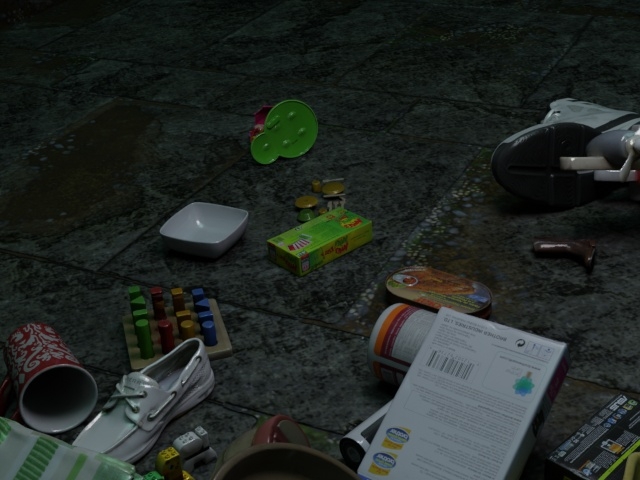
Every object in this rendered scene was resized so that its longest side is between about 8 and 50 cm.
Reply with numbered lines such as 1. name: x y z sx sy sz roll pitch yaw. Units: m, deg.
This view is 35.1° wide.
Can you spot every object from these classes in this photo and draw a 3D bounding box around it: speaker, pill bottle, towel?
1. speaker: 0.090 0.260 1.396 0.055 0.055 0.136 22 38 38
2. pill bottle: 0.188 0.176 1.467 0.221 0.121 0.121 17 35 32
3. towel: -0.406 0.342 1.252 0.325 0.038 0.248 14 59 26

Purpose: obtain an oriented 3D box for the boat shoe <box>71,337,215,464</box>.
1. boat shoe: -0.261 0.229 1.452 0.098 0.096 0.277 14 34 28

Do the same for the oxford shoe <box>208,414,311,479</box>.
1. oxford shoe: -0.096 0.369 1.206 0.130 0.123 0.348 -27 25 27

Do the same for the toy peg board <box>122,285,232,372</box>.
1. toy peg board: -0.239 0.129 1.647 0.161 0.079 0.161 -11 30 -12

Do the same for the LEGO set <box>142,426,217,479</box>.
1. LEGO set: -0.222 0.308 1.310 0.227 0.093 0.087 -23 35 -31

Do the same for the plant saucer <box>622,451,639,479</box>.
1. plant saucer: 0.418 0.407 0.992 0.333 0.081 0.333 27 36 9

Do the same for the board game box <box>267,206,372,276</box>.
1. board game box: 0.000 0.000 1.882 0.181 0.043 0.092 -26 37 -34

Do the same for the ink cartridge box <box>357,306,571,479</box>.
1. ink cartridge box: 0.176 0.249 1.306 0.186 0.065 0.311 17 64 33

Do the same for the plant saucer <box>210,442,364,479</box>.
1. plant saucer: -0.017 0.354 1.124 0.278 0.041 0.278 25 37 -20

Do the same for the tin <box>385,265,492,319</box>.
1. tin: 0.197 0.095 1.698 0.190 0.040 0.106 17 32 33

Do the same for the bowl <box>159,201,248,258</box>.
1. bowl: -0.218 -0.014 1.924 0.142 0.053 0.142 10 31 23

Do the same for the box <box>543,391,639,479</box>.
1. box: 0.419 0.289 1.316 0.184 0.045 0.191 25 40 38

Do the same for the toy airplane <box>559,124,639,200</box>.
1. toy airplane: 0.665 -0.145 1.818 0.384 0.272 0.386 18 28 26

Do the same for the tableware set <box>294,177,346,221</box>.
1. tableware set: 0.000 -0.080 2.049 0.104 0.024 0.154 -6 30 3

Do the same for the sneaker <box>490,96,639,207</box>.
1. sneaker: 0.485 -0.187 2.078 0.448 0.169 0.257 -11 20 -27

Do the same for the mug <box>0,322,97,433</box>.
1. mug: -0.429 0.202 1.512 0.150 0.113 0.169 -15 28 -23

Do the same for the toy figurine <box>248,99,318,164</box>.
1. toy figurine: -0.112 -0.249 2.306 0.173 0.130 0.159 -40 25 -11

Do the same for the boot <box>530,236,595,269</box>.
1. boot: 0.428 0.020 1.799 0.114 0.037 0.106 7 18 13
